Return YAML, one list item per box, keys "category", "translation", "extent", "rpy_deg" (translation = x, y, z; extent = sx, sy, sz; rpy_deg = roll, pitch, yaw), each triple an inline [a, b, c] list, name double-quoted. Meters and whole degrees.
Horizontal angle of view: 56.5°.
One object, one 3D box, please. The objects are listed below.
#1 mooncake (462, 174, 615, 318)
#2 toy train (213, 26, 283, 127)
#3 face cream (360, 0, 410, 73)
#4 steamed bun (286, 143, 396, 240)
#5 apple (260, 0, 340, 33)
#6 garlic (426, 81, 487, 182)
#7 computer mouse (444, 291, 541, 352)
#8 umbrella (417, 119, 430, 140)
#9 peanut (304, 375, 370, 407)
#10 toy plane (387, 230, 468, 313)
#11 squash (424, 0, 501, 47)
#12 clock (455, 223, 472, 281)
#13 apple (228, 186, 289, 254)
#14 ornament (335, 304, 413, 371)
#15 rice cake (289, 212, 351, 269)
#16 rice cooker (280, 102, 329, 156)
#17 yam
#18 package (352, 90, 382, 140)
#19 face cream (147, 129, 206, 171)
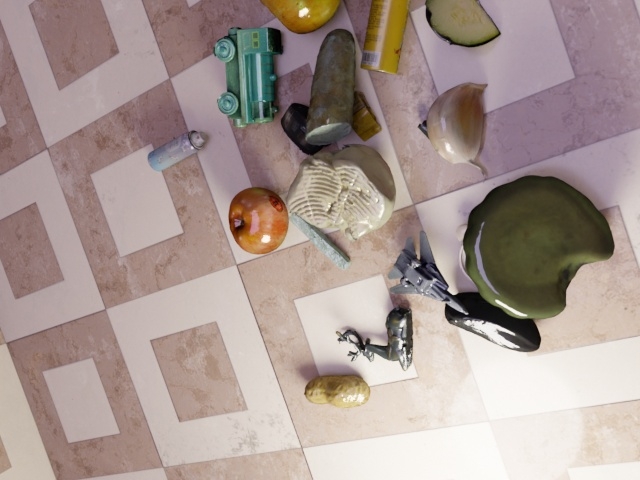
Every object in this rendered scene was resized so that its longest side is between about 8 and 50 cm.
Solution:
- category: "mooncake"
  translation: [0.515, 0.015, 1.466]
  extent: [0.351, 0.187, 0.352]
  rpy_deg: [0, 92, 6]
- category: "toy train"
  translation: [-0.211, -0.496, 1.807]
  extent: [0.194, 0.120, 0.298]
  rpy_deg: [2, 102, 21]
- category: "face cream"
  translation: [0.187, -0.629, 1.588]
  extent: [0.104, 0.105, 0.349]
  rpy_deg: [16, 107, 23]
- category: "steamed bun"
  translation: [0.076, -0.148, 1.689]
  extent: [0.319, 0.206, 0.275]
  rpy_deg: [23, 125, 20]
- category: "apple"
  translation: [-0.054, -0.693, 1.638]
  extent: [0.207, 0.237, 0.237]
  rpy_deg: [-46, 79, 12]
- category: "garlic"
  translation: [0.357, -0.277, 1.574]
  extent: [0.148, 0.128, 0.267]
  rpy_deg: [2, 106, 27]
- category: "computer mouse"
  translation: [0.467, 0.204, 1.599]
  extent: [0.269, 0.137, 0.086]
  rpy_deg: [23, 124, 20]
- category: "umbrella"
  translation: [0.322, -0.278, 1.634]
  extent: [0.133, 0.031, 0.036]
  rpy_deg: [49, 116, 9]
- category: "peanut"
  translation: [0.049, 0.477, 1.881]
  extent: [0.225, 0.108, 0.095]
  rpy_deg: [-4, 104, 29]
- category: "toy plane"
  translation: [0.297, 0.119, 1.634]
  extent: [0.267, 0.088, 0.212]
  rpy_deg: [48, 121, 43]
- category: "squash"
  translation: [0.337, -0.553, 1.530]
  extent: [0.192, 0.184, 0.085]
  rpy_deg: [58, 157, 8]
- category: "clock"
  translation: [0.458, 0.043, 1.618]
  extent: [0.229, 0.063, 0.155]
  rpy_deg: [47, 114, 8]
- category: "apple"
  translation: [-0.193, -0.062, 1.843]
  extent: [0.209, 0.164, 0.210]
  rpy_deg: [4, 95, 53]
- category: "ornament"
  translation: [0.157, 0.284, 1.803]
  extent: [0.236, 0.080, 0.202]
  rpy_deg: [4, 106, 26]
- category: "rice cake"
  translation: [0.000, 0.000, 1.841]
  extent: [0.245, 0.045, 0.042]
  rpy_deg: [43, 113, 13]
- category: "rice cooker"
  translation: [-0.041, -0.330, 1.757]
  extent: [0.106, 0.112, 0.165]
  rpy_deg: [-43, 79, 32]
- category: "yam"
  translation: [0.038, -0.430, 1.657]
  extent: [0.133, 0.133, 0.331]
  rpy_deg: [2, 79, 26]
- category: "package"
  translation: [0.115, -0.357, 1.710]
  extent: [0.071, 0.047, 0.131]
  rpy_deg: [-28, 86, 25]
- category: "face cream"
  translation: [-0.477, -0.306, 1.998]
  extent: [0.229, 0.075, 0.075]
  rpy_deg: [-21, 91, 27]
